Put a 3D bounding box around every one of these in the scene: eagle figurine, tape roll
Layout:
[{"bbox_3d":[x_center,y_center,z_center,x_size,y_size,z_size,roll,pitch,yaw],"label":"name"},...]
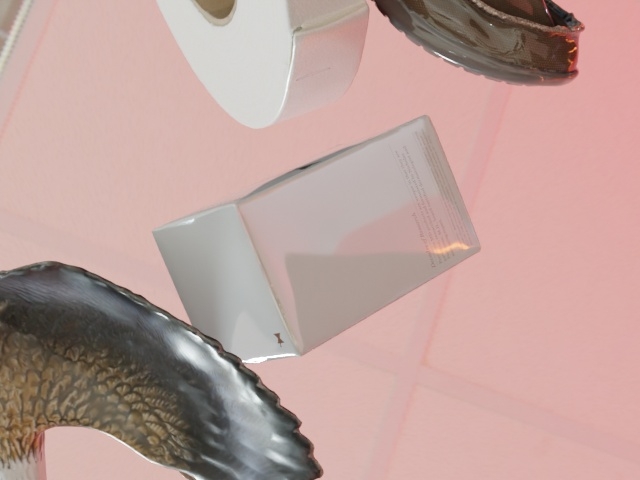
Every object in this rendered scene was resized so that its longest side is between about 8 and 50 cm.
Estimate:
[{"bbox_3d":[-0.162,0.091,0.818,0.298,0.225,0.226,0,-137,-12],"label":"eagle figurine"},{"bbox_3d":[-0.083,-0.283,1.042,0.072,0.392,0.392,-23,-95,-18],"label":"tape roll"}]

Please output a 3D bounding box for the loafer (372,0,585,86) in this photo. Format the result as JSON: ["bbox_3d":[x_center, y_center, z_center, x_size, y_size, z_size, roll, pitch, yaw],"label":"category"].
[{"bbox_3d":[0.083,-0.266,1.028,0.366,0.133,0.130,47,-57,19],"label":"loafer"}]

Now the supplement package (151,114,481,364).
[{"bbox_3d":[0.000,0.000,0.849,0.179,0.105,0.105,-28,-81,-38],"label":"supplement package"}]
